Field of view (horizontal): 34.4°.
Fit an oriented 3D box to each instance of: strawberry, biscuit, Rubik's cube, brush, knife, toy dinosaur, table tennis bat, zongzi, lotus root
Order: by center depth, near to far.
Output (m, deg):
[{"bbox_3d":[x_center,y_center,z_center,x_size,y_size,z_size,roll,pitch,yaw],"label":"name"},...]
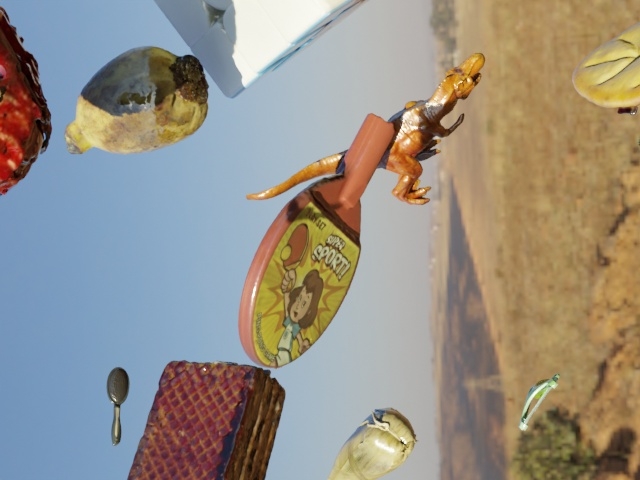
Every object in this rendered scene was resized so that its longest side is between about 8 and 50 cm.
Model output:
[{"bbox_3d":[-0.115,0.231,0.924,0.070,0.106,0.252,48,-129,-51],"label":"biscuit"},{"bbox_3d":[-0.422,-0.146,1.061,0.220,0.274,0.274,176,91,-71],"label":"strawberry"},{"bbox_3d":[-0.209,0.170,1.064,0.008,0.024,0.083,120,152,-63],"label":"brush"},{"bbox_3d":[0.266,0.185,1.259,0.078,0.022,0.166,-52,-11,9],"label":"knife"},{"bbox_3d":[-0.249,-0.180,1.378,0.138,0.214,0.138,-20,-90,-78],"label":"lotus root"},{"bbox_3d":[-0.058,-0.425,1.451,0.291,0.290,0.291,-42,-82,-35],"label":"Rubik's cube"},{"bbox_3d":[0.000,0.000,1.550,0.415,0.051,0.268,-62,-30,-9],"label":"table tennis bat"},{"bbox_3d":[0.488,-0.277,1.564,0.041,0.260,0.203,40,-117,-28],"label":"biscuit"},{"bbox_3d":[0.110,-0.133,1.677,0.208,0.432,0.097,39,-162,-54],"label":"toy dinosaur"},{"bbox_3d":[0.075,0.368,1.752,0.099,0.197,0.194,47,174,9],"label":"zongzi"}]

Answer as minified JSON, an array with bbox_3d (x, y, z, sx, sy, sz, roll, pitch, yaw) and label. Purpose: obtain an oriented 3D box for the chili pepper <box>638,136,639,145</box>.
[{"bbox_3d":[0.609,-0.161,1.648,0.061,0.224,0.098,-23,-43,-54],"label":"chili pepper"}]
